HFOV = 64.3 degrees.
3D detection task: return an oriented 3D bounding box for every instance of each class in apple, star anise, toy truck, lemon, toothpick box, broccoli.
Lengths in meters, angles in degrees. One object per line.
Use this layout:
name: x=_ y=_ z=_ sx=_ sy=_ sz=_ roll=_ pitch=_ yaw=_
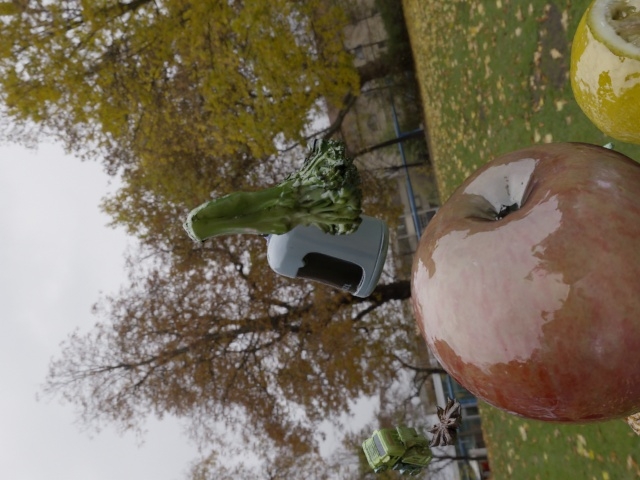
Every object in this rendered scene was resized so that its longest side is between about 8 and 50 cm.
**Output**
apple: x=0.256 y=0.031 z=0.586 sx=0.345 sy=0.344 sz=0.269 roll=-75 pitch=-30 yaw=-58
star anise: x=0.311 y=0.448 z=1.243 sx=0.141 sy=0.042 sz=0.141 roll=-156 pitch=90 yaw=-82
toy truck: x=0.212 y=0.536 z=1.312 sx=0.191 sy=0.116 sz=0.085 roll=21 pitch=-153 yaw=-33
lemon: x=0.722 y=-0.370 z=1.100 sx=0.364 sy=0.364 sz=0.364 roll=-13 pitch=-90 yaw=-74
toothpick box: x=0.000 y=0.000 z=1.475 sx=0.263 sy=0.354 sz=0.263 roll=-165 pitch=90 yaw=-83
broccoli: x=-0.073 y=-0.064 z=0.834 sx=0.145 sy=0.304 sz=0.165 roll=54 pitch=156 yaw=42

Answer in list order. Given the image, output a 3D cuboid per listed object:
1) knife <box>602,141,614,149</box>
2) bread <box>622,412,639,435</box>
knife: x=0.519 y=-0.114 z=1.080 sx=0.043 sy=0.019 sz=0.293 roll=54 pitch=154 yaw=20
bread: x=0.530 y=0.237 z=0.743 sx=0.143 sy=0.158 sz=0.149 roll=34 pitch=-166 yaw=-1
